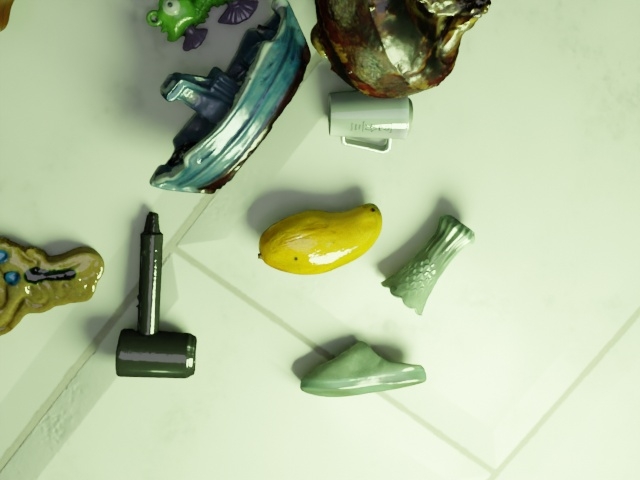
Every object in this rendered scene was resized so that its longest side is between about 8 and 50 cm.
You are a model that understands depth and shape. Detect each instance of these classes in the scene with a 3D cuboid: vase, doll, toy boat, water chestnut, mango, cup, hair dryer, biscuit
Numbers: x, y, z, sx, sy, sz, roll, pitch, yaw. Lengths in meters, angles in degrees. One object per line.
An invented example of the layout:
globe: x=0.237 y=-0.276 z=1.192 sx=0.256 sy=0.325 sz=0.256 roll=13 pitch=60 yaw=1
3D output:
vase: x=0.166 y=0.032 z=1.268 sx=0.081 sy=0.081 sz=0.149 roll=38 pitch=95 yaw=-15
doll: x=-0.147 y=-0.335 z=1.135 sx=0.190 sy=0.050 sz=0.115 roll=-29 pitch=114 yaw=0
toy boat: x=-0.131 y=-0.194 z=1.133 sx=0.142 sy=0.129 sz=0.309 roll=33 pitch=98 yaw=-29
water chestnut: x=0.103 y=-0.301 z=1.090 sx=0.223 sy=0.238 sz=0.224 roll=2 pitch=88 yaw=-47
mango: x=0.000 y=0.000 z=1.238 sx=0.190 sy=0.075 sz=0.098 roll=-13 pitch=113 yaw=-10
cup: x=0.069 y=-0.168 z=1.207 sx=0.116 sy=0.074 sz=0.104 roll=-3 pitch=135 yaw=-3
hair dryer: x=-0.234 y=0.081 z=1.243 sx=0.114 sy=0.070 sz=0.248 roll=4 pitch=97 yaw=-7
biscuit: x=-0.472 y=0.055 z=1.207 sx=0.320 sy=0.047 sz=0.183 roll=2 pitch=108 yaw=-9

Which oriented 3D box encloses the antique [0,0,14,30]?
antique: x=-0.447 y=-0.391 z=1.037 sx=0.223 sy=0.129 sz=0.278 roll=-5 pitch=106 yaw=-7

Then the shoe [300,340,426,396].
shoe: x=0.065 y=0.197 z=1.312 sx=0.195 sy=0.079 sz=0.078 roll=-3 pitch=71 yaw=2
